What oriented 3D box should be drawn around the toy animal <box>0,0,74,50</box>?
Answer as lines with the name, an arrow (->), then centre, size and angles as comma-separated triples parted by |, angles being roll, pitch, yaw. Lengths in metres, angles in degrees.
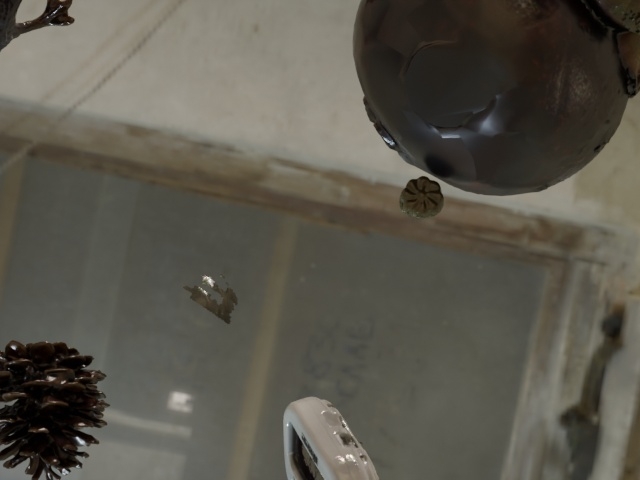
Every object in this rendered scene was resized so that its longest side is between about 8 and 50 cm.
toy animal -> -0.472, -0.334, 1.839 | 0.298, 0.122, 0.185 | -29, -1, 42

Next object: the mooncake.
mooncake -> -0.001, 0.007, 1.567 | 0.347, 0.150, 0.057 | -43, -19, -25

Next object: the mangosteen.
mangosteen -> 0.236, -0.257, 1.617 | 0.421, 0.381, 0.381 | -49, 24, 42

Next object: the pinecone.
pinecone -> -0.333, 0.211, 1.526 | 0.163, 0.163, 0.165 | 111, 153, -68

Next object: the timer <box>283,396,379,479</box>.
timer -> 0.020, 0.391, 2.033 | 0.262, 0.087, 0.237 | -127, 30, -48
